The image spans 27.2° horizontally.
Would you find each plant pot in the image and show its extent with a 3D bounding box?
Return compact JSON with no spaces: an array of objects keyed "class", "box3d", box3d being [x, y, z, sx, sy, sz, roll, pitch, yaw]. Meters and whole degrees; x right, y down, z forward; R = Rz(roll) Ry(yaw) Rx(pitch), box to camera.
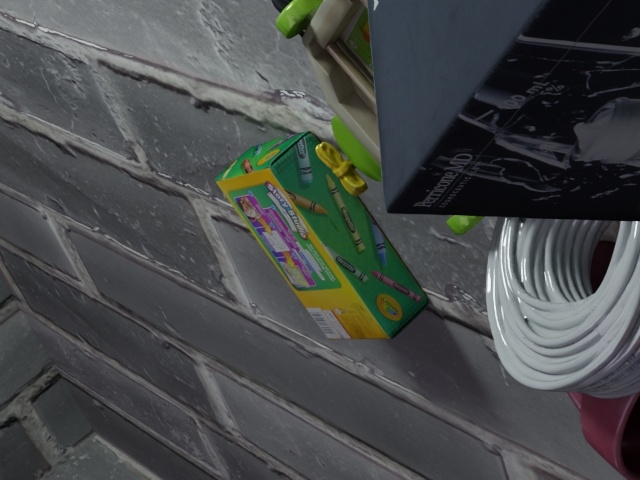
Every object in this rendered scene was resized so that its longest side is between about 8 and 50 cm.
[{"class":"plant pot","box3d":[0.301,0.100,1.263,0.180,0.201,0.201,47,161,44]}]

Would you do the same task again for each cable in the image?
[{"class":"cable","box3d":[0.241,0.009,1.139,0.257,0.089,0.257,-57,31,30]}]

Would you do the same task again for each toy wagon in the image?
[{"class":"toy wagon","box3d":[0.071,-0.129,1.211,0.267,0.068,0.344,50,162,2]}]

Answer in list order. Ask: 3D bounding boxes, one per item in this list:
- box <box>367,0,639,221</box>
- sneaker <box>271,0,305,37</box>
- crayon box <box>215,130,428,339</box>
[{"class":"box","box3d":[0.224,-0.150,0.813,0.343,0.312,0.179,122,147,-65]},{"class":"sneaker","box3d":[0.044,-0.207,1.378,0.235,0.084,0.097,45,179,9]},{"class":"crayon box","box3d":[0.000,0.000,1.717,0.278,0.081,0.165,55,154,-14]}]
